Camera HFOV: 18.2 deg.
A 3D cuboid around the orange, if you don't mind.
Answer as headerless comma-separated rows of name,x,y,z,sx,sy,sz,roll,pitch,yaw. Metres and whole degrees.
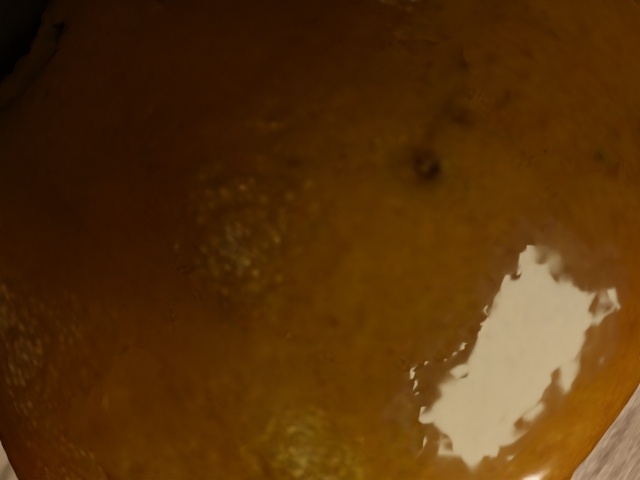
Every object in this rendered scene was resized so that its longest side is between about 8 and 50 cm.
orange,0.000,0.000,0.391,0.155,0.134,0.155,-50,-177,3
